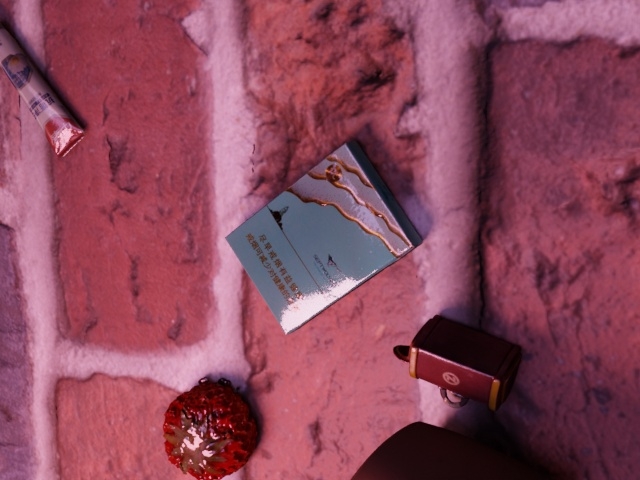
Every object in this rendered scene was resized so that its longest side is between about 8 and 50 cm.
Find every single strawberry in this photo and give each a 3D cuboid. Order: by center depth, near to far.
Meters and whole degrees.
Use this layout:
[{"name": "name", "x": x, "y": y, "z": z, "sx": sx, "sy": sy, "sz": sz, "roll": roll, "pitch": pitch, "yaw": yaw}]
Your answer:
[{"name": "strawberry", "x": -0.161, "y": 0.274, "z": 1.340, "sx": 0.145, "sy": 0.086, "sz": 0.145, "roll": 6, "pitch": 103, "yaw": 26}]

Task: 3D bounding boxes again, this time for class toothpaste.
[{"name": "toothpaste", "x": -0.437, "y": -0.233, "z": 1.414, "sx": 0.062, "sy": 0.039, "sz": 0.239, "roll": -38, "pitch": 84, "yaw": 19}]

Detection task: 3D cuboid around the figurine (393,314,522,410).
[{"name": "figurine", "x": 0.165, "y": 0.161, "z": 1.178, "sx": 0.154, "sy": 0.082, "sz": 0.098, "roll": 18, "pitch": 125, "yaw": 22}]

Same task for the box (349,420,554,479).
[{"name": "box", "x": 0.139, "y": 0.364, "z": 1.108, "sx": 0.216, "sy": 0.301, "sz": 0.301, "roll": 32, "pitch": 111, "yaw": 26}]

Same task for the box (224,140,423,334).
[{"name": "box", "x": 0.001, "y": 0.000, "z": 1.240, "sx": 0.229, "sy": 0.041, "sz": 0.162, "roll": -37, "pitch": 83, "yaw": 26}]
